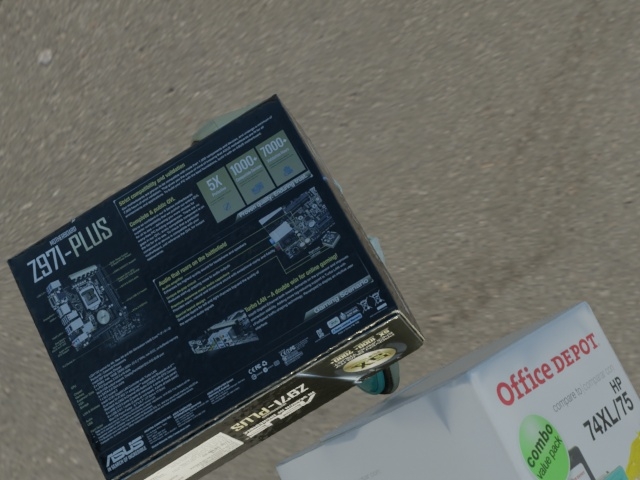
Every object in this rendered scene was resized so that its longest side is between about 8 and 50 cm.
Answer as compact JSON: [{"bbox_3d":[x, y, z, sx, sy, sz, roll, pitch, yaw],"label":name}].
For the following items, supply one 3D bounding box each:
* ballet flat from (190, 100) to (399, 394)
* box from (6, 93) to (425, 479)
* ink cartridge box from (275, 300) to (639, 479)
[{"bbox_3d":[0.000,0.000,1.025,0.086,0.086,0.248,-37,93,-14],"label":"ballet flat"},{"bbox_3d":[-0.058,0.034,0.748,0.180,0.077,0.147,-32,68,4],"label":"box"},{"bbox_3d":[0.143,0.220,0.991,0.198,0.197,0.270,-21,82,-52],"label":"ink cartridge box"}]
